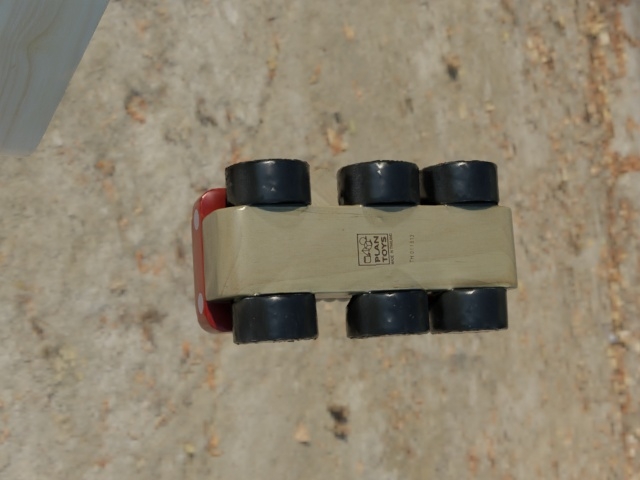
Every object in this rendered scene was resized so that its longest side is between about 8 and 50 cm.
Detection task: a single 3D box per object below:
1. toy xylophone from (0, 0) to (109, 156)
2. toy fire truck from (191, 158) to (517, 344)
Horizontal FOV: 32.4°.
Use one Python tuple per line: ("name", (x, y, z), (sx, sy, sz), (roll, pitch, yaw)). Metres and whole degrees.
("toy xylophone", (-0.316, -0.195, 1.018), (0.236, 0.323, 0.081), (10, 41, -46))
("toy fire truck", (0.000, 0.000, 0.830), (0.217, 0.246, 0.159), (-2, 83, -20))
